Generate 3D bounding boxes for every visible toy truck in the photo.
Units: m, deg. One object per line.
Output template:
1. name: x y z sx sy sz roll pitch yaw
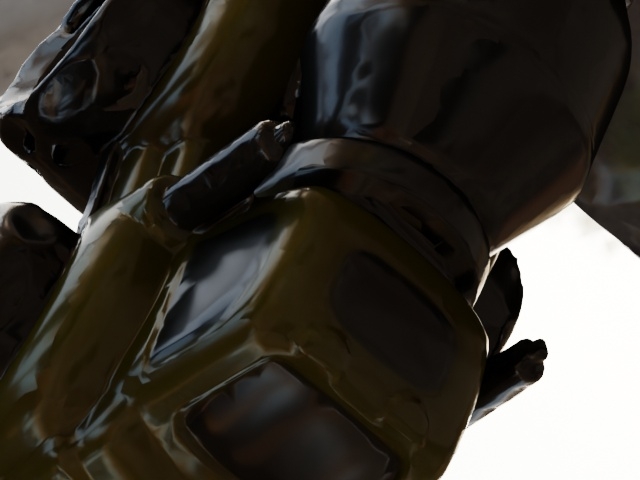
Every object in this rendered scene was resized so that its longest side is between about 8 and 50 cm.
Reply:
1. toy truck: 0.000 0.000 0.477 0.147 0.165 0.224 42 -140 -16

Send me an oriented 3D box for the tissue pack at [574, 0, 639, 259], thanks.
1. tissue pack: 0.219 -0.171 0.699 0.288 0.394 0.124 42 -161 -19
